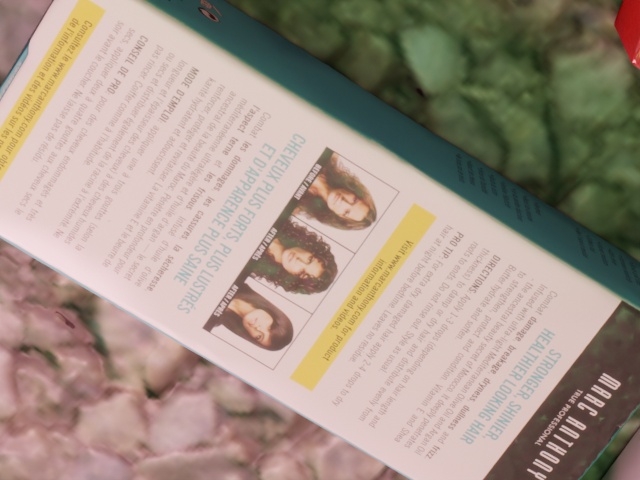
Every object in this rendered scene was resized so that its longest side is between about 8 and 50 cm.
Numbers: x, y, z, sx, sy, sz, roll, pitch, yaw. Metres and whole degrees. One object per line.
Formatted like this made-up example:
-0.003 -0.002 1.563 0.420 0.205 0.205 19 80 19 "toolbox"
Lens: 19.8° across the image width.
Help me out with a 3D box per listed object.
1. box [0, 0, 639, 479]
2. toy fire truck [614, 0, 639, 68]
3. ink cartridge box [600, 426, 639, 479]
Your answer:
0.000 0.000 0.645 0.244 0.060 0.100 32 110 -10 "box"
0.211 -0.086 0.611 0.192 0.047 0.135 20 111 -7 "toy fire truck"
0.179 0.100 0.684 0.122 0.052 0.088 28 110 -10 "ink cartridge box"
